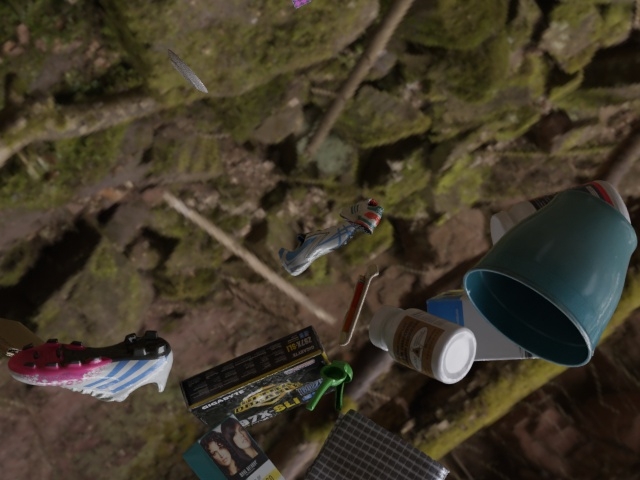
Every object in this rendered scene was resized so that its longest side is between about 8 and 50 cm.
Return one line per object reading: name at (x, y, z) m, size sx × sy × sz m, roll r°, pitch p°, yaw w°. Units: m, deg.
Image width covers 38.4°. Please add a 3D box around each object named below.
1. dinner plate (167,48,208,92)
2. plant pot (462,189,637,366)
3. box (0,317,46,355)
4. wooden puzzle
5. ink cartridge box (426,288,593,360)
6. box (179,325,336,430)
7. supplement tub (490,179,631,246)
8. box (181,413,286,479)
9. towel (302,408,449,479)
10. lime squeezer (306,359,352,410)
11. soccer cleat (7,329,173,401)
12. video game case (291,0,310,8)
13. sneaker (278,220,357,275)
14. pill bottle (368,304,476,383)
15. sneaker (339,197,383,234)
dinner plate at (-0.327, -0.408, 2.236) m, size 0.017 × 0.141 × 0.141 m, roll -44°, pitch -169°, yaw -3°
plant pot at (0.452, 0.053, 1.733) m, size 0.255 × 0.271 × 0.271 m, roll -50°, pitch -166°, yaw -19°
box at (-0.731, 0.231, 2.184) m, size 0.201 × 0.164 × 0.021 m, roll 27°, pitch -88°, yaw 36°
wooden puzzle at (0.105, 0.184, 2.720) m, size 0.221 × 0.044 × 0.239 m, roll -64°, pitch 177°, yaw -85°
ink cartridge box at (0.495, 0.204, 2.334) m, size 0.395 × 0.166 × 0.285 m, roll -5°, pitch 180°, yaw 19°
box at (-0.128, 0.329, 2.093) m, size 0.322 × 0.079 × 0.257 m, roll -23°, pitch 153°, yaw -1°
supplement tub at (0.541, -0.015, 2.075) m, size 0.272 × 0.191 × 0.191 m, roll -15°, pitch -170°, yaw -3°
box at (-0.116, 0.422, 1.554) m, size 0.060 × 0.244 × 0.100 m, roll -45°, pitch 172°, yaw 38°
towel at (0.114, 0.542, 2.078) m, size 0.235 × 0.283 × 0.121 m, roll -57°, pitch 166°, yaw -13°
lime squeezer at (0.021, 0.309, 1.976) m, size 0.110 × 0.059 × 0.310 m, roll -56°, pitch 165°, yaw -2°
soccer cleat at (-0.459, 0.275, 1.858) m, size 0.331 × 0.143 × 0.116 m, roll -3°, pitch -154°, yaw -25°
video game case at (-0.096, -0.576, 1.706) m, size 0.042 × 0.210 × 0.232 m, roll -27°, pitch 161°, yaw 3°
sneaker at (0.000, 0.000, 2.296) m, size 0.237 × 0.086 × 0.085 m, roll -32°, pitch 180°, yaw -26°
pill bottle at (0.223, 0.225, 2.064) m, size 0.131 × 0.131 × 0.229 m, roll -42°, pitch -142°, yaw -26°
sneaker at (0.103, -0.064, 2.160) m, size 0.075 × 0.057 × 0.161 m, roll -52°, pitch -159°, yaw -3°
